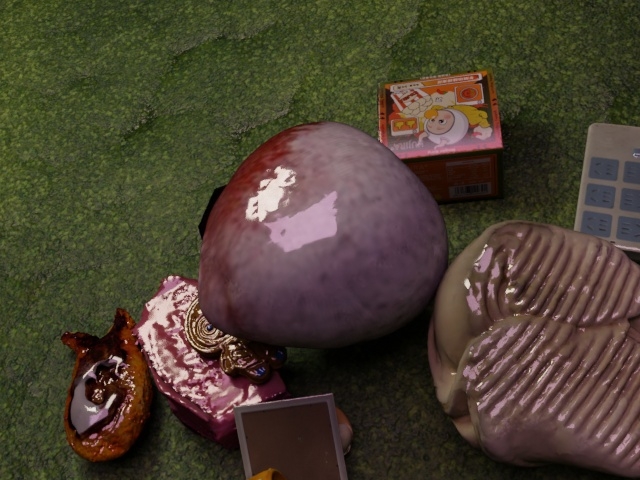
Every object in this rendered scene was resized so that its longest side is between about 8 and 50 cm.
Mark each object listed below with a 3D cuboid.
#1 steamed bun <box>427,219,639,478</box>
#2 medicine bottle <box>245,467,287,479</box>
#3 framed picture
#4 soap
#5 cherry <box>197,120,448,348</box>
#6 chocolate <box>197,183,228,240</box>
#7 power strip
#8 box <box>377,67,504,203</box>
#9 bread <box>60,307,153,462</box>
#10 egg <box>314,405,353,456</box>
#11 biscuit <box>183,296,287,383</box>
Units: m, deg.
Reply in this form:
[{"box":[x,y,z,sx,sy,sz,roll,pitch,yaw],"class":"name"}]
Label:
[{"box":[0.295,0.146,1.043,0.324,0.219,0.310,9,72,-9],"class":"steamed bun"},{"box":[-0.125,0.386,1.036,0.192,0.096,0.096,-30,55,7],"class":"medicine bottle"},{"box":[-0.036,0.305,1.074,0.142,0.011,0.183,-10,95,8],"class":"framed picture"},{"box":[-0.174,0.176,1.200,0.182,0.112,0.289,-26,54,-10],"class":"soap"},{"box":[0.010,0.009,1.082,0.326,0.291,0.335,28,54,5],"class":"cherry"},{"box":[-0.092,-0.008,1.305,0.224,0.177,0.206,-20,98,-15],"class":"chocolate"},{"box":[0.473,-0.081,1.244,0.118,0.046,0.270,8,59,19],"class":"power strip"},{"box":[0.202,-0.172,1.309,0.194,0.148,0.178,-5,57,11],"class":"box"},{"box":[-0.332,0.225,1.225,0.139,0.095,0.269,-19,41,-2],"class":"bread"},{"box":[0.008,0.269,1.114,0.071,0.071,0.083,-29,52,-6],"class":"egg"},{"box":[-0.122,0.131,1.137,0.124,0.026,0.175,-41,60,-20],"class":"biscuit"}]
